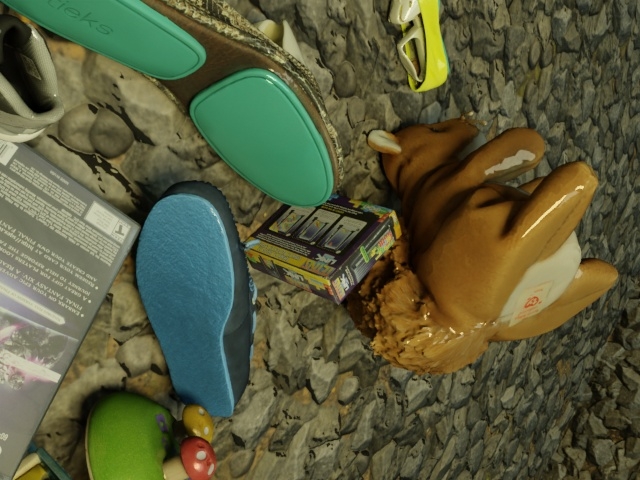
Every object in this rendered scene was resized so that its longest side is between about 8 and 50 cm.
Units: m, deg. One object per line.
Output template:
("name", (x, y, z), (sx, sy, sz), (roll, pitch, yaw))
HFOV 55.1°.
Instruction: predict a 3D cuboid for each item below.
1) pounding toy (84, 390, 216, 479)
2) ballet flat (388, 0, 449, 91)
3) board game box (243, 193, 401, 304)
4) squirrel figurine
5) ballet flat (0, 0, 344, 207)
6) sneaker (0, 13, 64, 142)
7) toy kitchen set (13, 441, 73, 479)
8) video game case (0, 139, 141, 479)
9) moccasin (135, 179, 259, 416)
("pounding toy", (-0.160, 0.259, 0.720), (0.110, 0.183, 0.237), (-25, 138, 3))
("ballet flat", (0.147, -0.335, 0.953), (0.077, 0.077, 0.231), (-33, 129, -15))
("board game box", (0.000, 0.000, 0.830), (0.141, 0.170, 0.048), (-46, 133, -25))
("squirrel figurine", (0.170, -0.014, 0.918), (0.397, 0.370, 0.281), (-43, 138, 10))
("ballet flat", (-0.119, -0.216, 0.664), (0.482, 0.164, 0.182), (34, 52, -45))
("sneaker", (-0.284, -0.180, 0.480), (0.229, 0.132, 0.086), (52, 60, -32))
("toy kitchen set", (-0.291, 0.150, 0.573), (0.122, 0.166, 0.207), (-35, 126, -34))
("video game case", (-0.293, 0.042, 0.535), (0.196, 0.026, 0.274), (40, 51, -31))
("moccasin", (-0.143, 0.066, 0.748), (0.117, 0.137, 0.342), (-63, 164, -51))
